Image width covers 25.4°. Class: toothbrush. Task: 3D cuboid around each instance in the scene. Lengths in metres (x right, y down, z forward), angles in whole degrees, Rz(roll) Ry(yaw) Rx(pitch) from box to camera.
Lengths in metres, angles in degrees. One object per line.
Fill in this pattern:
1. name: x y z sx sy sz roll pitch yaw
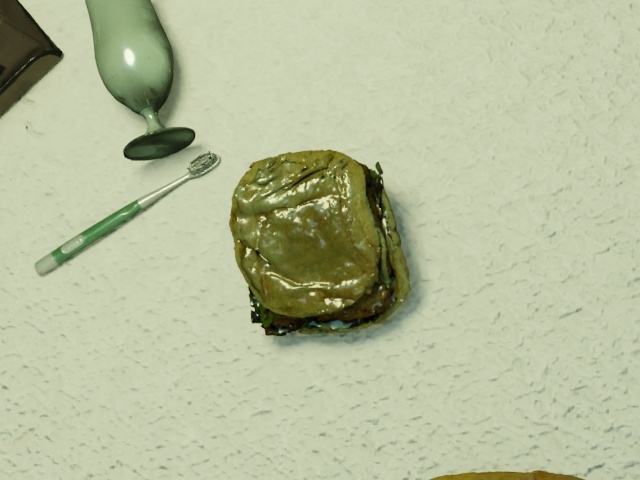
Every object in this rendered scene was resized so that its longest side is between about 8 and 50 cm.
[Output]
1. toothbrush: -0.228 -0.032 1.670 0.257 0.024 0.018 -32 73 6

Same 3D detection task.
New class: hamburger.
1. hamburger: 0.000 0.000 1.571 0.183 0.130 0.206 -11 94 12

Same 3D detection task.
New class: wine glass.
1. wine glass: -0.215 -0.202 1.666 0.093 0.093 0.202 -20 74 8

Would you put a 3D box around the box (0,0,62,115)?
1. box: -0.475 -0.218 1.699 0.252 0.153 0.188 -42 72 3

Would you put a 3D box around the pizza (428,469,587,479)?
1. pizza: 0.250 0.388 1.440 0.435 0.080 0.392 -33 73 2
